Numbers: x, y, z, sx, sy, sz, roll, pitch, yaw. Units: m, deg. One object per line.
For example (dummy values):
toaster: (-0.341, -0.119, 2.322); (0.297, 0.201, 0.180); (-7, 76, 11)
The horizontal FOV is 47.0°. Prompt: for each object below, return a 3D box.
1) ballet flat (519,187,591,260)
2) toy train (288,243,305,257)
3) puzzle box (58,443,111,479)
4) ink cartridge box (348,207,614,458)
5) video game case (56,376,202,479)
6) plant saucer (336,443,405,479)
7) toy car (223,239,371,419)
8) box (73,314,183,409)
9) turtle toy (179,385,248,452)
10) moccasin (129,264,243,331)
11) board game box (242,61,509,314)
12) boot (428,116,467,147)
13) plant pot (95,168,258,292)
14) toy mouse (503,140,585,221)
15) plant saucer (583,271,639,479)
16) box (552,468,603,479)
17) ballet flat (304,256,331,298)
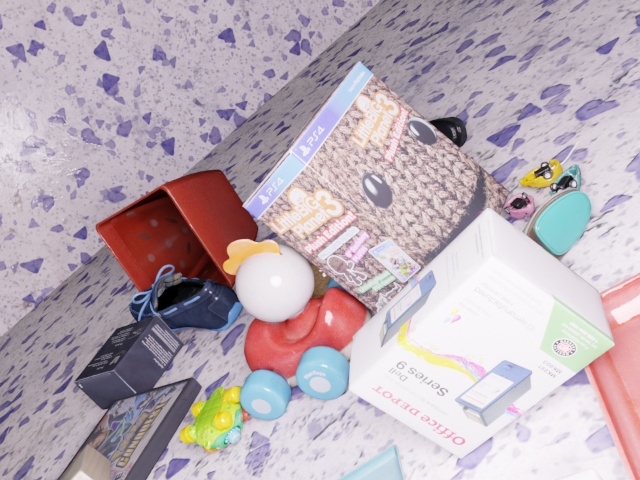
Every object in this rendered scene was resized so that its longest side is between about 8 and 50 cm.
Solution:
ballet flat: (0.261, 0.013, 0.921); (0.213, 0.072, 0.068); (-49, 18, -24)
toy train: (0.000, 0.000, 1.438); (0.125, 0.046, 0.166); (-38, 17, 7)
puzzle box: (-0.440, 0.479, 1.011); (0.409, 0.052, 0.272); (-53, 8, -15)
ink cartridge box: (0.151, 0.099, 0.732); (0.212, 0.154, 0.093); (-47, 16, 31)
video game case: (-0.354, 0.368, 1.278); (0.248, 0.035, 0.275); (-22, 26, 39)
plant saucer: (0.014, 0.299, 0.818); (0.192, 0.018, 0.067); (-36, 21, 11)
toy car: (-0.065, 0.091, 1.074); (0.210, 0.238, 0.219); (-26, 23, 31)
box: (-0.391, 0.250, 1.506); (0.156, 0.093, 0.158); (-20, 26, 41)
turtle toy: (-0.144, 0.262, 1.097); (0.095, 0.066, 0.130); (-27, 23, 29)
moccasin: (-0.297, 0.111, 1.541); (0.342, 0.117, 0.138); (-10, 43, 41)
board game box: (0.085, -0.059, 1.023); (0.141, 0.291, 0.232); (-43, 12, 48)
boot: (0.128, -0.172, 1.393); (0.246, 0.094, 0.207); (-11, 5, 43)
plant pot: (-0.304, -0.019, 1.723); (0.267, 0.267, 0.236); (-23, 15, 37)
toy mouse: (0.317, -0.062, 1.038); (0.161, 0.031, 0.143); (-32, 21, 18)
plant saucer: (0.361, 0.088, 0.626); (0.258, 0.048, 0.259); (-32, 22, 19)
box: (0.180, 0.241, 0.534); (0.102, 0.101, 0.087); (-28, 22, 27)
ballet flat: (0.076, -0.034, 1.258); (0.342, 0.124, 0.116); (-44, 21, -12)
